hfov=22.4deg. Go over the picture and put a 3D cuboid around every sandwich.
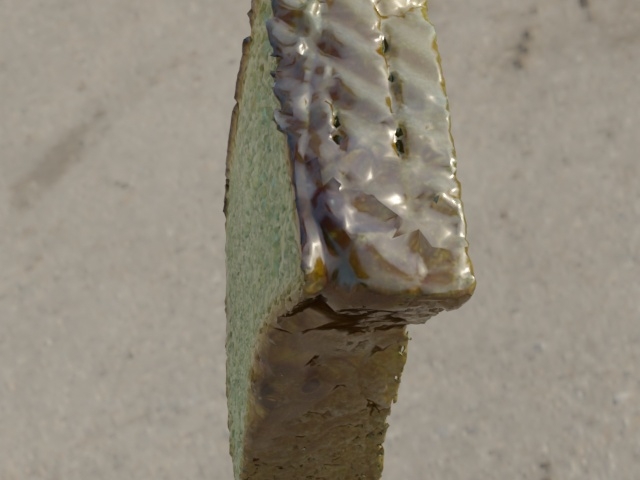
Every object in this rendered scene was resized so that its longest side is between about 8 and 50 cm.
[{"bbox_3d":[0.000,0.000,0.655,0.065,0.214,0.186,1,53,-9],"label":"sandwich"}]
